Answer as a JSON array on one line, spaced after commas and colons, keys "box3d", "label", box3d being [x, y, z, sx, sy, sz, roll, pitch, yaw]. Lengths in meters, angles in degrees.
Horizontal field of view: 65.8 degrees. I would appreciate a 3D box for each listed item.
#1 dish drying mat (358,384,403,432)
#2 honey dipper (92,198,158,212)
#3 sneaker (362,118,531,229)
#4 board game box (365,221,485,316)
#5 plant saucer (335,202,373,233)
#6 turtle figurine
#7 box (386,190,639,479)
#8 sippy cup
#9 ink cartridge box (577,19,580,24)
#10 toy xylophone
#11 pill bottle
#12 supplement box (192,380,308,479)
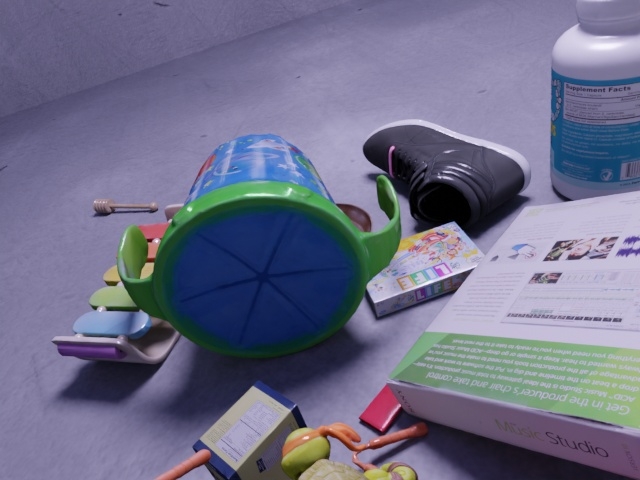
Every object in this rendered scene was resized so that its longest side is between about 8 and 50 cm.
[{"box3d": [0.077, 0.161, 0.512, 0.032, 0.008, 0.083, 18, 48, 42], "label": "dish drying mat"}, {"box3d": [-0.409, -0.071, 1.041, 0.160, 0.031, 0.031, 4, 39, 22], "label": "honey dipper"}, {"box3d": [0.152, -0.107, 0.768, 0.295, 0.105, 0.146, 23, 46, 38], "label": "sneaker"}, {"box3d": [0.129, 0.034, 0.651, 0.154, 0.026, 0.103, -19, 34, -3], "label": "board game box"}, {"box3d": [0.000, 0.000, 0.756, 0.168, 0.029, 0.169, -12, 34, 8], "label": "plant saucer"}, {"box3d": [0.029, 0.214, 0.343, 0.269, 0.087, 0.217, 5, 40, -37], "label": "turtle figurine"}, {"box3d": [0.241, 0.057, 0.477, 0.322, 0.059, 0.232, -40, 18, -31], "label": "box"}, {"box3d": [-0.074, -0.015, 0.616, 0.305, 0.240, 0.224, 18, 32, -21], "label": "sippy cup"}, {"box3d": [0.568, -0.415, 0.867, 0.201, 0.278, 0.117, -28, 35, -14], "label": "ink cartridge box"}, {"box3d": [-0.210, 0.058, 0.720, 0.236, 0.081, 0.323, -7, 36, 14], "label": "toy xylophone"}, {"box3d": [0.379, -0.189, 0.643, 0.146, 0.264, 0.146, -11, 34, 8], "label": "pill bottle"}, {"box3d": [-0.056, 0.195, 0.455, 0.056, 0.083, 0.083, 16, 45, 43], "label": "supplement box"}]
